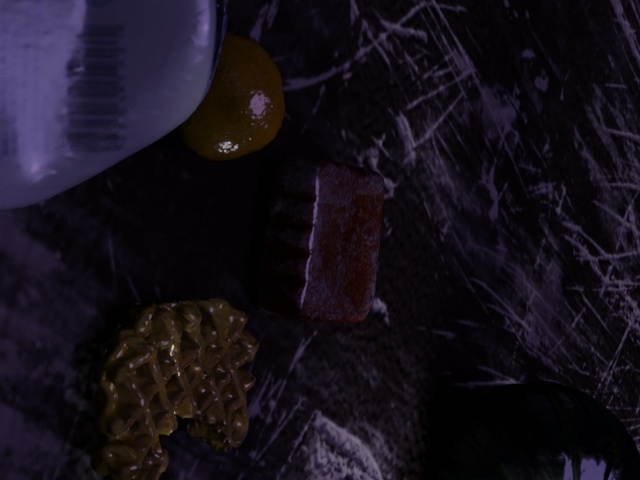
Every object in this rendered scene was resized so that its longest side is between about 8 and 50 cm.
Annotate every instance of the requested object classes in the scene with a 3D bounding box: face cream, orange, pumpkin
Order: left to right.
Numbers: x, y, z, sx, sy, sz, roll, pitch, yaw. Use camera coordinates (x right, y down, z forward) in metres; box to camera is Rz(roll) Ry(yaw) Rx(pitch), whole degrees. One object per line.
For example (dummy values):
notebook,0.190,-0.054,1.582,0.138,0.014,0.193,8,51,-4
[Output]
face cream,-0.208,-0.118,0.832,0.420,0.137,0.234,-13,109,-51
orange,-0.069,-0.106,1.098,0.085,0.085,0.095,-14,87,-59
pumpkin,0.215,0.266,1.592,0.250,0.216,0.250,-6,103,-27

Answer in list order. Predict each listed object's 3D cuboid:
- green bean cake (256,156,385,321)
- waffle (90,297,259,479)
green bean cake,0.000,0.000,1.272,0.136,0.056,0.135,8,91,-61
waffle,-0.107,0.115,1.114,0.194,0.051,0.149,2,95,-66
